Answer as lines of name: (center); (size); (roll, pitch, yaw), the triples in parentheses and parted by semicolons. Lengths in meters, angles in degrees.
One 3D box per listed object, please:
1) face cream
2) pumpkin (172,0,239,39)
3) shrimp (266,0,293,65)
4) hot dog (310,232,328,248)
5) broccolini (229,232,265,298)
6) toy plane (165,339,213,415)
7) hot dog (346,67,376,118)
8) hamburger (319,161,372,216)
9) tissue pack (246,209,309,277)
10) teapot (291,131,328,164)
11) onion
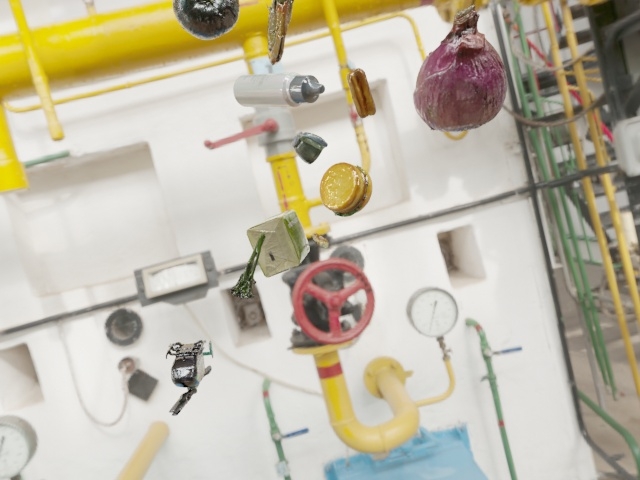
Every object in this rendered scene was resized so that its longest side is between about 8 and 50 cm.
face cream: (-0.106, -0.402, 1.459); (0.092, 0.092, 0.312); (-18, 22, -42)
pumpkin: (-0.396, -0.821, 1.912); (0.233, 0.232, 0.163); (-16, 6, -18)
shrimp: (-0.103, -0.577, 1.410); (0.068, 0.248, 0.150); (2, 24, -17)
hot dog: (0.000, -0.001, 1.840); (0.044, 0.028, 0.137); (29, 3, -17)
broccolini: (-0.183, 0.075, 1.522); (0.074, 0.201, 0.058); (29, 5, 25)
toy plane: (-0.374, 0.362, 1.590); (0.107, 0.155, 0.381); (-5, 7, -5)
hot dog: (0.131, -0.481, 1.785); (0.071, 0.165, 0.045); (-25, 16, -18)
hamburger: (0.122, -0.223, 2.429); (0.246, 0.245, 0.170); (-11, -15, 41)
tissue pack: (-0.160, 0.005, 2.150); (0.167, 0.200, 0.274); (-21, 6, 11)
teapot: (-0.048, -0.342, 1.995); (0.111, 0.108, 0.149); (-56, 22, 11)
onion: (0.398, -0.443, 1.509); (0.267, 0.348, 0.159); (-12, 47, 1)
